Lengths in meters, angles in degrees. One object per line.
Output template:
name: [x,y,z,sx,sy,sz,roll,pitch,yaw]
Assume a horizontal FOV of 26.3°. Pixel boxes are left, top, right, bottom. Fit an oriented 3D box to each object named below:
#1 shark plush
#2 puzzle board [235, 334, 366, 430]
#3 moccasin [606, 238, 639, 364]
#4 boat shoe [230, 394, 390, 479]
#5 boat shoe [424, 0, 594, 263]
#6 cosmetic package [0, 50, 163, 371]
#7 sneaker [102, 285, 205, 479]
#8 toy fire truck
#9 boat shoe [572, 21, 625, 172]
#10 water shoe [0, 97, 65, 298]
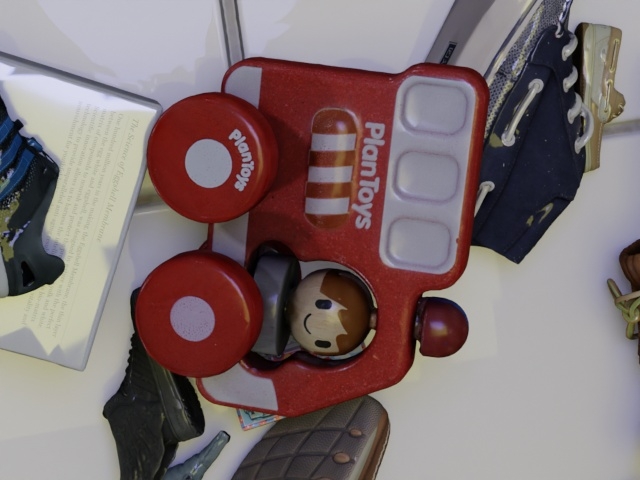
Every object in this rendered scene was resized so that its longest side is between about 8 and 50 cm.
shark plush: [-0.131,0.240,1.217,0.161,0.067,0.073,-37,102,-2]
puzzle board: [-0.023,0.105,1.222,0.128,0.011,0.096,-17,73,-6]
moccasin: [0.322,0.023,1.220,0.147,0.139,0.380,6,97,-9]
boat shoe: [-0.030,0.285,1.229,0.116,0.123,0.324,38,81,-45]
boat shoe: [0.183,-0.143,1.192,0.158,0.127,0.341,28,102,-16]
cosmetic package: [-0.267,-0.039,1.120,0.224,0.138,0.224,17,95,-9]
sneaker: [-0.159,0.132,1.202,0.089,0.051,0.170,-22,83,16]
toy fire truck: [0.000,0.000,1.110,0.253,0.169,0.302,8,101,13]
boat shoe: [0.252,-0.128,1.232,0.045,0.050,0.135,0,98,-3]
water shoe: [-0.240,-0.059,1.027,0.080,0.073,0.203,-11,104,-29]
